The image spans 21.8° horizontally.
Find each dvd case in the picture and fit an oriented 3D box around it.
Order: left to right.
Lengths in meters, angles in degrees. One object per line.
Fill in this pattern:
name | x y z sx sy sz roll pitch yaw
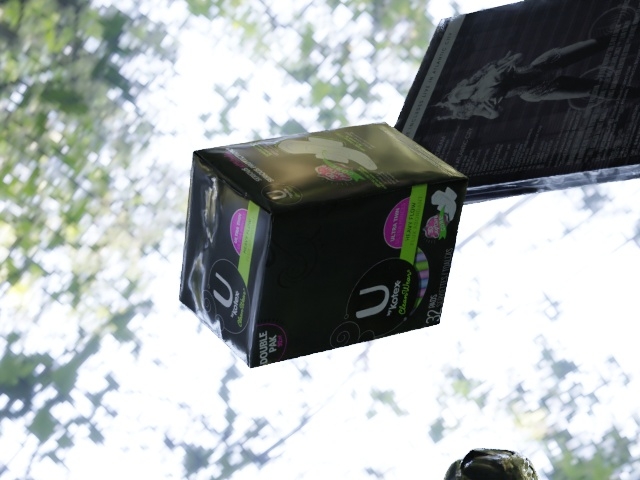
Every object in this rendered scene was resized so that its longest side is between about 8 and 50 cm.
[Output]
dvd case | 0.139 -0.091 0.999 0.018 0.221 0.164 49 -130 -34

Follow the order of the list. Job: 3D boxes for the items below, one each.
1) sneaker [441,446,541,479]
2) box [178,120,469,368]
sneaker | 0.006 0.161 0.443 0.098 0.083 0.224 3 -110 19
box | 0.000 0.000 0.578 0.083 0.062 0.052 -10 -148 -33
